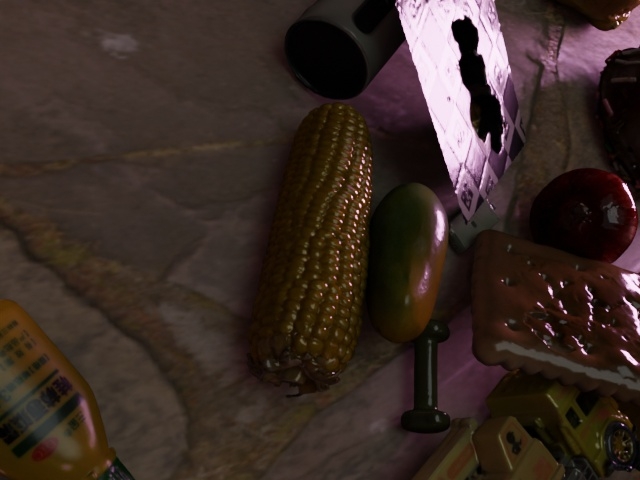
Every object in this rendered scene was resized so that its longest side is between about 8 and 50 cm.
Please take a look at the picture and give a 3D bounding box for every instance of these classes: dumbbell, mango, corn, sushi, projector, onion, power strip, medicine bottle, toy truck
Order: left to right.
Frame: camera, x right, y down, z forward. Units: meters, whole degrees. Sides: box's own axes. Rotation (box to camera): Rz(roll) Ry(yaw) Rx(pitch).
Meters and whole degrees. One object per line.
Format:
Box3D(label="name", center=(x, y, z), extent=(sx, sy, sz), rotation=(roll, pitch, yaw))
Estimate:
Box3D(label="medicine bottle", center=(-0.199, 0.165, 0.620), extent=(0.260, 0.064, 0.095), rotation=(52, 54, -7))
Box3D(label="corn", center=(0.000, 0.000, 0.786), extent=(0.106, 0.106, 0.305), rotation=(24, 58, -24))
Box3D(label="projector", center=(0.086, -0.303, 0.946), extent=(0.108, 0.108, 0.337), rotation=(44, 55, -12))
Box3D(label="mango", center=(0.083, 0.026, 0.819), extent=(0.086, 0.122, 0.191), rotation=(16, 56, 2))
Box3D(label="dumbbell", center=(0.110, 0.142, 0.834), extent=(0.046, 0.052, 0.117), rotation=(48, 41, -61))
Box3D(label="sushi", center=(0.153, -0.198, 0.933), extent=(0.264, 0.050, 0.290), rotation=(-46, 123, -47))
Box3D(label="power strip", center=(0.182, -0.020, 0.960), extent=(0.090, 0.016, 0.040), rotation=(-37, 94, -37))
Box3D(label="toy truck", center=(0.201, 0.230, 0.813), extent=(0.272, 0.124, 0.157), rotation=(-39, 100, -36))
Box3D(label="onion", center=(0.328, -0.027, 0.985), extent=(0.131, 0.131, 0.131), rotation=(12, 67, -29))

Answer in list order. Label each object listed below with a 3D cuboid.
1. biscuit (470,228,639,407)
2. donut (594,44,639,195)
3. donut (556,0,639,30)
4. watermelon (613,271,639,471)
Box3D(label="biscuit", center=(0.319, 0.092, 0.864), extent=(0.325, 0.044, 0.217), rotation=(17, 40, -1))
Box3D(label="donut", center=(0.523, -0.178, 1.185), extent=(0.270, 0.103, 0.269), rotation=(12, 67, -31))
Box3D(label="donut", center=(0.397, -0.450, 1.187), extent=(0.262, 0.128, 0.208), rotation=(23, 61, -26))
Box3D(label="watermelon", center=(0.396, 0.155, 0.964), extent=(0.123, 0.129, 0.301), rotation=(36, 55, -21))
